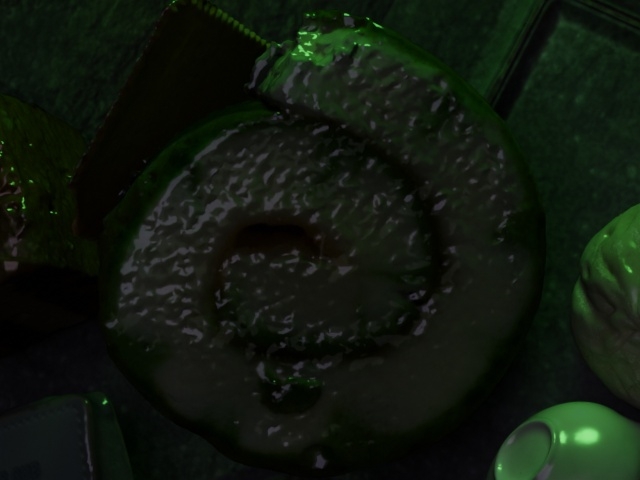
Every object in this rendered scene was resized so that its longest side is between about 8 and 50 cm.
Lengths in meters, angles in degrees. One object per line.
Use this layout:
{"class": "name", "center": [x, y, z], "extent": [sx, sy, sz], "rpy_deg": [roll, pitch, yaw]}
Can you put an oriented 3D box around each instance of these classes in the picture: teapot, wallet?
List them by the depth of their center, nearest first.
{"class": "teapot", "center": [0.185, 0.202, 1.568], "extent": [0.226, 0.092, 0.145], "rpy_deg": [-41, 26, 19]}
{"class": "wallet", "center": [-0.243, 0.320, 1.727], "extent": [0.252, 0.083, 0.360], "rpy_deg": [-19, 73, 37]}

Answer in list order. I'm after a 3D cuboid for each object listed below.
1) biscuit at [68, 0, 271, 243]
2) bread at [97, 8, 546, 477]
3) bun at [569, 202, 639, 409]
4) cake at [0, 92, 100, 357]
{"class": "biscuit", "center": [-0.131, -0.093, 1.687], "extent": [0.013, 0.237, 0.232], "rpy_deg": [31, 93, 22]}
{"class": "bread", "center": [0.000, 0.000, 1.601], "extent": [0.366, 0.129, 0.382], "rpy_deg": [1, 97, -3]}
{"class": "bun", "center": [0.279, 0.051, 1.568], "extent": [0.183, 0.102, 0.183], "rpy_deg": [-5, 78, 24]}
{"class": "cake", "center": [-0.349, 0.011, 1.783], "extent": [0.293, 0.198, 0.196], "rpy_deg": [-26, 74, 17]}
